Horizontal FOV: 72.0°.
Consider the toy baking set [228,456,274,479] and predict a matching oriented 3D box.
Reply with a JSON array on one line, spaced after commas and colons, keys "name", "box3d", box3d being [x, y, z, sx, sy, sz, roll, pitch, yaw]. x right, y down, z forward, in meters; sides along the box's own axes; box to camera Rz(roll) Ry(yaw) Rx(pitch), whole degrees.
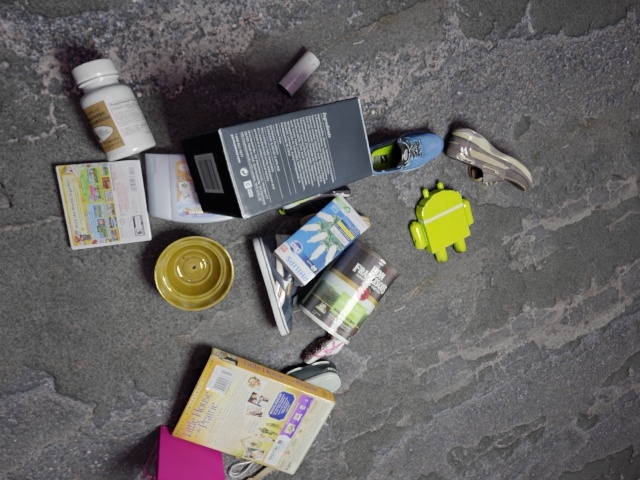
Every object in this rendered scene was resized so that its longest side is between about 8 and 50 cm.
[{"name": "toy baking set", "box3d": [-0.213, 0.720, 1.493, 0.196, 0.030, 0.256, -2, 100, -16]}]

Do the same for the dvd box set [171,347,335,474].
[{"name": "dvd box set", "box3d": [-0.207, 0.543, 1.379, 0.420, 0.062, 0.308, 24, 103, -13]}]

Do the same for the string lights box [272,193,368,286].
[{"name": "string lights box", "box3d": [0.000, 0.000, 1.295, 0.259, 0.077, 0.133, -42, 91, -14]}]

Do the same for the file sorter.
[{"name": "file sorter", "box3d": [-0.411, 0.728, 1.285, 0.202, 0.290, 0.182, 25, 94, -22]}]

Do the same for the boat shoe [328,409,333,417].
[{"name": "boat shoe", "box3d": [-0.059, 0.593, 1.499, 0.228, 0.080, 0.076, -5, 100, -26]}]

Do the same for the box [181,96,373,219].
[{"name": "box", "box3d": [-0.114, -0.220, 1.164, 0.395, 0.293, 0.212, -23, 108, -28]}]

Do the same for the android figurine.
[{"name": "android figurine", "box3d": [0.430, -0.067, 1.553, 0.248, 0.056, 0.273, -27, 108, -13]}]

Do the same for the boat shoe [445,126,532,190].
[{"name": "boat shoe", "box3d": [0.579, -0.261, 1.545, 0.355, 0.132, 0.130, 29, 99, -13]}]

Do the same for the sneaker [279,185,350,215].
[{"name": "sneaker", "box3d": [-0.020, -0.128, 1.386, 0.234, 0.084, 0.097, -9, 129, -18]}]

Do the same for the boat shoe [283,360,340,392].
[{"name": "boat shoe", "box3d": [-0.085, 0.481, 1.457, 0.302, 0.091, 0.114, -11, 116, -5]}]

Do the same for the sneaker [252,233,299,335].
[{"name": "sneaker", "box3d": [-0.111, 0.135, 1.363, 0.127, 0.126, 0.321, -15, 103, -10]}]

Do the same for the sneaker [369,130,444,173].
[{"name": "sneaker", "box3d": [0.260, -0.270, 1.407, 0.329, 0.147, 0.130, -19, 106, -16]}]

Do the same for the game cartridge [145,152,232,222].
[{"name": "game cartridge", "box3d": [-0.341, -0.150, 1.269, 0.297, 0.062, 0.198, -4, 97, -19]}]

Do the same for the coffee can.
[{"name": "coffee can", "box3d": [0.088, 0.158, 1.393, 0.201, 0.201, 0.275, 39, 85, -21]}]

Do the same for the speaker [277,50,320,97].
[{"name": "speaker", "box3d": [-0.065, -0.490, 1.300, 0.055, 0.055, 0.136, 41, 85, -21]}]

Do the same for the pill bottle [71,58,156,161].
[{"name": "pill bottle", "box3d": [-0.531, -0.331, 1.125, 0.131, 0.131, 0.229, -24, 107, -14]}]

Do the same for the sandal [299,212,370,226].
[{"name": "sandal", "box3d": [0.056, -0.034, 1.399, 0.239, 0.088, 0.079, 1, 61, -23]}]

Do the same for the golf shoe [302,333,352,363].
[{"name": "golf shoe", "box3d": [0.028, 0.362, 1.486, 0.186, 0.067, 0.086, -35, 111, -10]}]

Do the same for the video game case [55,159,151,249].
[{"name": "video game case", "box3d": [-0.588, -0.099, 1.206, 0.206, 0.026, 0.227, -8, 104, -18]}]

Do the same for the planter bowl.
[{"name": "planter bowl", "box3d": [-0.367, 0.087, 1.283, 0.217, 0.090, 0.217, -4, 102, -18]}]
